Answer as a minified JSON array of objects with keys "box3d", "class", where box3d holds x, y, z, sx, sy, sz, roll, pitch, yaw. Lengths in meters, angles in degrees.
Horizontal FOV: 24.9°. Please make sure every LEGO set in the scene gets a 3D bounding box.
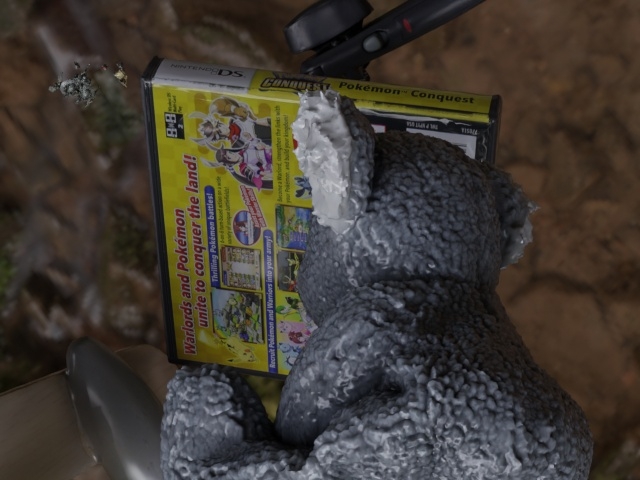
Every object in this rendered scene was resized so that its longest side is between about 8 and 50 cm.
[{"box3d":[-0.243,-0.163,1.523,0.083,0.023,0.054,-25,133,7],"class":"LEGO set"}]

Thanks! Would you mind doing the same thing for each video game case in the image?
[{"box3d":[0.000,0.000,1.069,0.248,0.035,0.275,7,130,9],"class":"video game case"}]

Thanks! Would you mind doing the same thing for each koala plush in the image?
[{"box3d":[0.047,0.038,0.771,0.203,0.196,0.221,-19,60,45],"class":"koala plush"}]

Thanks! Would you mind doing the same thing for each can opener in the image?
[{"box3d":[0.064,-0.171,1.126,0.186,0.059,0.073,-21,114,13],"class":"can opener"}]

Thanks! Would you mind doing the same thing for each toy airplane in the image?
[{"box3d":[-0.249,0.191,1.002,0.272,0.386,0.384,6,155,33],"class":"toy airplane"}]
